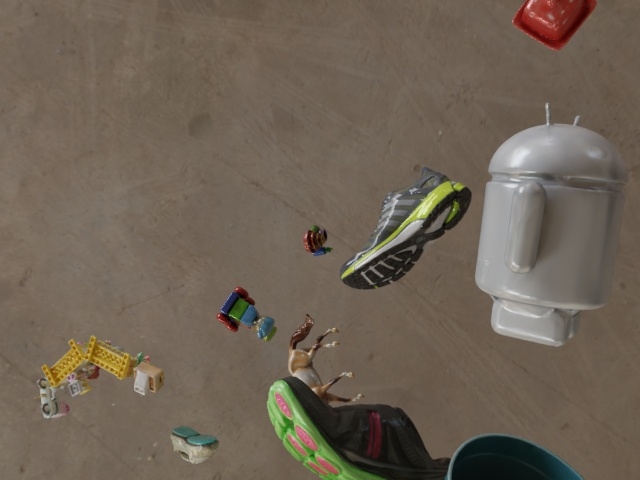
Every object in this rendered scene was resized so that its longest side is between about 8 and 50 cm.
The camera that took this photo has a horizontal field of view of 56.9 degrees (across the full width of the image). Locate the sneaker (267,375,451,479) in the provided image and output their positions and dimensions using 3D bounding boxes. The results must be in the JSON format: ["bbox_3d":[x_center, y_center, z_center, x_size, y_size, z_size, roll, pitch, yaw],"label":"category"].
[{"bbox_3d":[0.089,0.434,1.286,0.482,0.185,0.202,38,57,-12],"label":"sneaker"}]

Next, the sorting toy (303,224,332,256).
[{"bbox_3d":[0.000,0.000,1.213,0.042,0.102,0.061,-11,101,20],"label":"sorting toy"}]

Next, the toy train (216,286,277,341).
[{"bbox_3d":[-0.181,0.229,1.633,0.143,0.248,0.105,29,75,16],"label":"toy train"}]

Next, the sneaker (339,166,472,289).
[{"bbox_3d":[0.152,-0.021,1.165,0.300,0.111,0.121,-41,47,4],"label":"sneaker"}]

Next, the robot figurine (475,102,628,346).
[{"bbox_3d":[0.351,-0.023,0.911,0.199,0.299,0.354,9,96,30],"label":"robot figurine"}]

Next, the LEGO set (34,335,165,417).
[{"bbox_3d":[-0.401,0.241,1.119,0.286,0.107,0.132,-18,80,19],"label":"LEGO set"}]

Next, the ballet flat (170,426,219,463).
[{"bbox_3d":[-0.223,0.373,1.063,0.057,0.168,0.053,-1,84,-31],"label":"ballet flat"}]

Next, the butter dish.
[{"bbox_3d":[0.595,-0.601,1.511,0.160,0.118,0.160,42,102,20],"label":"butter dish"}]

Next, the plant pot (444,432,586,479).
[{"bbox_3d":[0.295,0.511,0.970,0.271,0.272,0.255,23,121,11],"label":"plant pot"}]

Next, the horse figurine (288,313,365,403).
[{"bbox_3d":[-0.012,0.315,1.413,0.174,0.066,0.263,-27,68,10],"label":"horse figurine"}]
